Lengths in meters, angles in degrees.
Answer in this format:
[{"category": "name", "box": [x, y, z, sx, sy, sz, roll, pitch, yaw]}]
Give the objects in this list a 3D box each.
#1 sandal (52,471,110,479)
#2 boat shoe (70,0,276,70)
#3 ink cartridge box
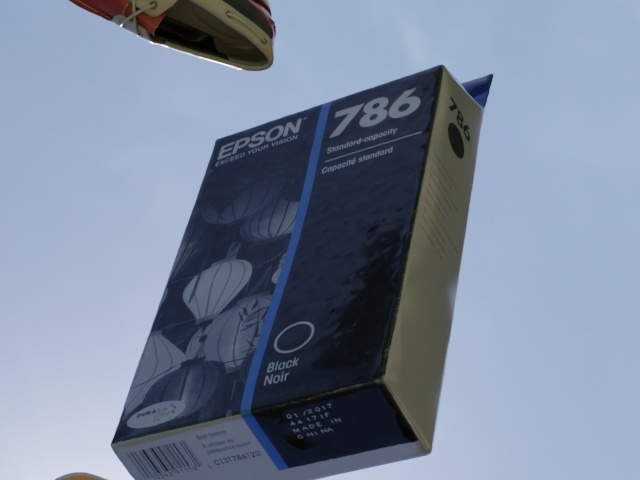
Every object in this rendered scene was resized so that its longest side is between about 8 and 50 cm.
[{"category": "sandal", "box": [-0.168, 0.265, 1.112, 0.102, 0.076, 0.265, 14, -120, 0]}, {"category": "boat shoe", "box": [-0.087, -0.128, 0.958, 0.137, 0.049, 0.043, 16, -134, -24]}, {"category": "ink cartridge box", "box": [0.000, 0.000, 1.007, 0.065, 0.165, 0.332, 58, -152, -31]}]
